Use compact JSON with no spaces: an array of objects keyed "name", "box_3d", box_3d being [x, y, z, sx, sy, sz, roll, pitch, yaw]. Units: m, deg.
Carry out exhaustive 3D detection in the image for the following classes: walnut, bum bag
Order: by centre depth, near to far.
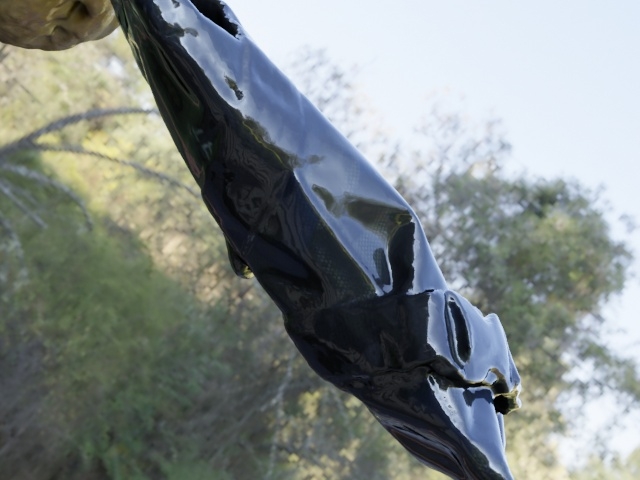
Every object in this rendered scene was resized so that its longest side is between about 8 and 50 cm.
[{"name":"bum bag","box_3d":[0.000,0.000,0.462,0.310,0.074,0.137,51,-4,-6]},{"name":"walnut","box_3d":[-0.173,-0.206,0.709,0.155,0.155,0.184,45,-31,-19]}]
